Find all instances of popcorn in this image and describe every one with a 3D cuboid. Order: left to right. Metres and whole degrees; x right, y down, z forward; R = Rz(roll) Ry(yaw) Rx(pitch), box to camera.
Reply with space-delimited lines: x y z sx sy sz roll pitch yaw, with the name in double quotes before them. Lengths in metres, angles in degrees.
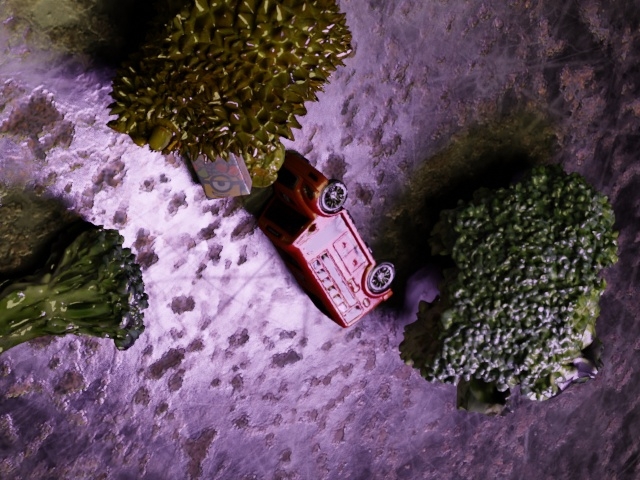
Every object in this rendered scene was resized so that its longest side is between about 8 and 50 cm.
"popcorn" -0.077 -0.105 1.868 0.068 0.059 0.083 0 122 -36

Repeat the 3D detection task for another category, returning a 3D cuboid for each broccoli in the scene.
"broccoli" -0.357 0.096 1.736 0.304 0.145 0.165 -22 122 -10
"broccoli" 0.276 0.078 2.086 0.277 0.338 0.317 11 132 -11

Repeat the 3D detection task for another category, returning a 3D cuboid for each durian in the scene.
"durian" -0.108 -0.208 1.673 0.293 0.258 0.258 -44 133 9

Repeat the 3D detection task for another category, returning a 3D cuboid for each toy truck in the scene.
"toy truck" 0.000 0.000 1.947 0.114 0.107 0.252 -42 132 -11

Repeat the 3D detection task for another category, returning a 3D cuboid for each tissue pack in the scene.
"tissue pack" -0.129 -0.094 1.833 0.063 0.035 0.083 -9 129 17
